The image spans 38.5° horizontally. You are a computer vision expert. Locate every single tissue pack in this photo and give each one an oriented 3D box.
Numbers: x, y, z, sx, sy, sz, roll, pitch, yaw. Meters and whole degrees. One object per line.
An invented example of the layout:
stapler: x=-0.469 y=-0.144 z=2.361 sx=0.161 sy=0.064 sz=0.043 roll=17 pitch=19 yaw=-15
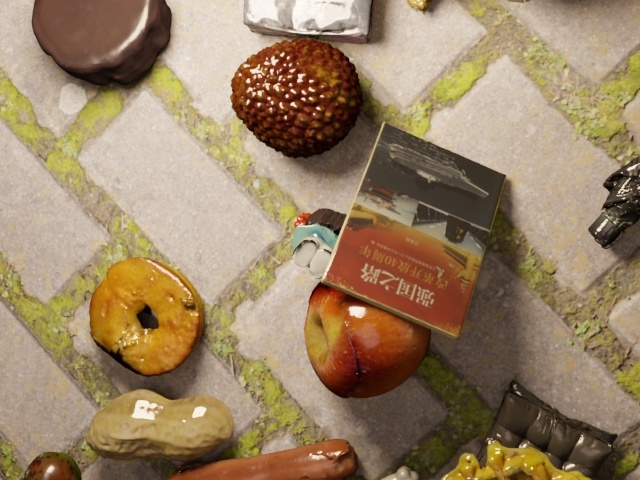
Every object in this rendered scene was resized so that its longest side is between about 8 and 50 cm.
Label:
tissue pack: x=-0.005 y=-0.578 z=1.802 sx=0.259 sy=0.122 sz=0.361 roll=8 pitch=92 yaw=9

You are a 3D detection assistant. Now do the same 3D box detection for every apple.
apple: x=0.087 y=0.171 z=1.737 sx=0.206 sy=0.272 sz=0.251 roll=-10 pitch=62 yaw=-20

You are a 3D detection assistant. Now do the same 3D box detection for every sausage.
sausage: x=-0.129 y=0.480 z=1.883 sx=0.419 sy=0.094 sz=0.094 roll=-12 pitch=100 yaw=13

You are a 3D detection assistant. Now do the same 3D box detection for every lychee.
lychee: x=-0.047 y=-0.274 z=1.762 sx=0.236 sy=0.271 sz=0.235 roll=-15 pitch=71 yaw=52

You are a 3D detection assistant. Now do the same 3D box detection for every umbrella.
umbrella: x=0.606 y=-0.141 z=1.686 sx=0.128 sy=0.154 sz=0.336 roll=30 pitch=121 yaw=-20

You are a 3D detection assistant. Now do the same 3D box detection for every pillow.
pillow: x=0.390 y=0.461 z=1.763 sx=0.228 sy=0.101 sz=0.326 roll=28 pitch=100 yaw=9

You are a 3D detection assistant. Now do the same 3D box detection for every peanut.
peanut: x=-0.332 y=0.387 z=1.907 sx=0.313 sy=0.149 sz=0.149 roll=1 pitch=92 yaw=13

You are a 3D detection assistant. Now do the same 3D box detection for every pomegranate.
pomegranate: x=-0.580 y=0.517 z=1.974 sx=0.130 sy=0.130 sz=0.130 roll=1 pitch=92 yaw=13

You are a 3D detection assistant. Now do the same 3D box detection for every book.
book: x=0.181 y=-0.027 z=1.691 sx=0.263 sy=0.028 sz=0.374 roll=23 pitch=60 yaw=-3

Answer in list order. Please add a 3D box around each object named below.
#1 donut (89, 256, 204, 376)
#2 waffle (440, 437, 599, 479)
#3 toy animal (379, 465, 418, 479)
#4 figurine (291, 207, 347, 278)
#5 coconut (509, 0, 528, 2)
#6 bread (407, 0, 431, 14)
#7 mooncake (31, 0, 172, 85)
donut: x=-0.358 y=0.157 z=1.912 sx=0.254 sy=0.118 sz=0.253 roll=1 pitch=95 yaw=11
waffle: x=0.376 y=0.576 z=1.687 sx=0.382 sy=0.095 sz=0.379 roll=18 pitch=100 yaw=10
toy animal: x=0.018 y=0.560 z=1.775 sx=0.363 sy=0.181 sz=0.180 roll=-7 pitch=120 yaw=7
figurine: x=0.000 y=0.000 z=1.761 sx=0.138 sy=0.245 sz=0.110 roll=31 pitch=104 yaw=2
coconut: x=0.390 y=-0.563 z=1.653 sx=0.245 sy=0.247 sz=0.245 roll=26 pitch=136 yaw=29
bread: x=0.203 y=-0.536 z=1.747 sx=0.152 sy=0.147 sz=0.127 roll=-37 pitch=72 yaw=5
mooncake: x=-0.444 y=-0.461 z=1.895 sx=0.283 sy=0.141 sz=0.283 roll=-2 pitch=82 yaw=12
